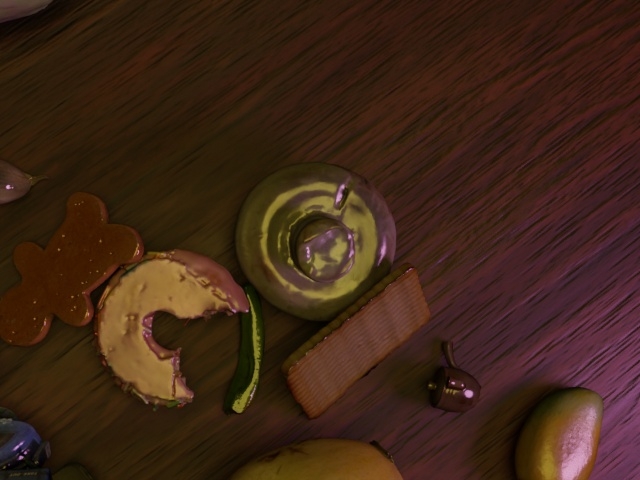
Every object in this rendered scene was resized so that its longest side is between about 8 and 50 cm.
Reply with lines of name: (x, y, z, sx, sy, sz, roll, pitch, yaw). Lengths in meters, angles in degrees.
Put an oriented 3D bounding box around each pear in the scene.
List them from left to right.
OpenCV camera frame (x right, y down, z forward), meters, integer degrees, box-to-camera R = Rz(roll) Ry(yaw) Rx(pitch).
pear: (-0.010, 0.426, 1.713, 0.309, 0.309, 0.309, 1, 86, -10)

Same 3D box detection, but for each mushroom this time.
mushroom: (0.000, 0.000, 1.778, 0.243, 0.243, 0.243, 1, 86, -10)

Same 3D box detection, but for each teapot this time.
teapot: (0.207, 0.206, 1.877, 0.080, 0.085, 0.110, 14, 64, -10)

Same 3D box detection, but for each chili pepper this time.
chili pepper: (-0.110, 0.163, 1.837, 0.052, 0.050, 0.201, -1, 81, 29)

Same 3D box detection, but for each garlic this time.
garlic: (-0.484, -0.090, 1.779, 0.152, 0.066, 0.084, 24, 81, -5)

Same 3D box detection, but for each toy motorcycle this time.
toy motorcycle: (-0.541, 0.335, 1.672, 0.358, 0.212, 0.125, -4, 125, -4)

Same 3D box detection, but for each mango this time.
mango: (0.371, 0.312, 1.888, 0.130, 0.092, 0.194, 39, 76, -4)

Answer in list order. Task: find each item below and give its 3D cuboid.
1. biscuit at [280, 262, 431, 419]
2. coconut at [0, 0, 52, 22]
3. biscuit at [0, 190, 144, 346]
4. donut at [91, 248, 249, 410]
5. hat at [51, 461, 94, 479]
biscuit: (0.053, 0.150, 1.819, 0.254, 0.172, 0.029, -40, 58, -11)
coconut: (-0.500, -0.443, 1.692, 0.328, 0.281, 0.328, 4, 80, -20)
biscuit: (-0.375, 0.052, 1.779, 0.165, 0.036, 0.250, 42, 94, 22)
donut: (-0.230, 0.120, 1.794, 0.199, 0.085, 0.233, 34, 86, 0)
hat: (-0.341, 0.411, 1.778, 0.147, 0.085, 0.175, -29, 69, 0)
